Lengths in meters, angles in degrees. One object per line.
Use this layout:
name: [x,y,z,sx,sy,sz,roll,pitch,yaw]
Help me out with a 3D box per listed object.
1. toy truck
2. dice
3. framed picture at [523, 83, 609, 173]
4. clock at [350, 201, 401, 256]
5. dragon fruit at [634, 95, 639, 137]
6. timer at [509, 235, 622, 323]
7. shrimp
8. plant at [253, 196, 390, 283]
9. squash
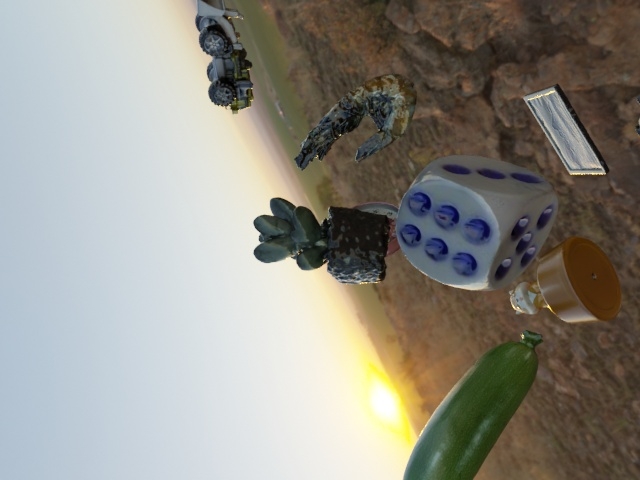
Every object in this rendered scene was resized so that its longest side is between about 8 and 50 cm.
toy truck: [-0.212,-0.423,1.130,0.286,0.111,0.136,86,170,-46]
dice: [0.345,-0.044,1.144,0.259,0.251,0.243,34,127,38]
framed picture: [0.655,-0.291,1.369,0.265,0.018,0.192,56,-177,-6]
clock: [0.147,-0.026,1.512,0.244,0.244,0.056,-119,7,-49]
dragon fruit: [0.632,-0.174,0.836,0.274,0.192,0.193,41,136,49]
timer: [0.364,0.080,0.808,0.152,0.132,0.132,-36,80,52]
shrimp: [0.092,-0.289,1.325,0.071,0.365,0.233,41,-168,-50]
plant: [0.001,0.002,1.007,0.149,0.274,0.147,85,-161,-54]
squash: [0.256,0.297,0.858,0.107,0.395,0.107,37,156,20]
